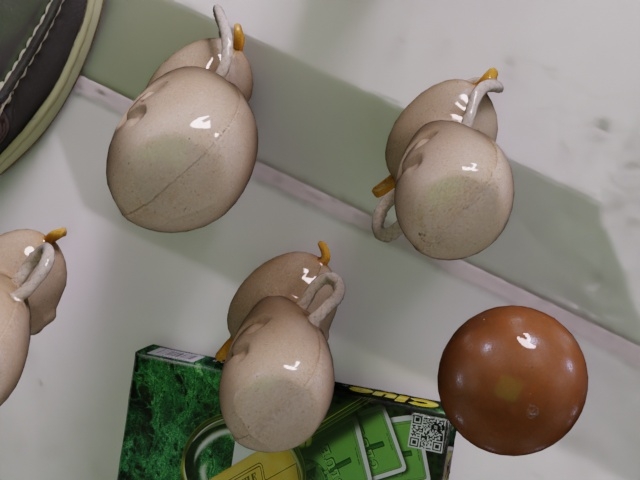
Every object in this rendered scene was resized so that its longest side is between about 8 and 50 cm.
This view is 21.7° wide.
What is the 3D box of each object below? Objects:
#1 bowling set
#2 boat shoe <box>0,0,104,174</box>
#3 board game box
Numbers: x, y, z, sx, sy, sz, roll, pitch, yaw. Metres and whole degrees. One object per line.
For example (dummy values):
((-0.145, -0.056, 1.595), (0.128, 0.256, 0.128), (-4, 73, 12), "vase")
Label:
((0.000, 0.000, 0.628), (0.287, 0.154, 0.200), (-42, 103, 12), "bowling set")
((-0.171, -0.047, 0.679), (0.080, 0.073, 0.223), (42, 103, 6), "boat shoe")
((-0.029, 0.182, 0.690), (0.136, 0.030, 0.260), (10, 97, 14), "board game box")
